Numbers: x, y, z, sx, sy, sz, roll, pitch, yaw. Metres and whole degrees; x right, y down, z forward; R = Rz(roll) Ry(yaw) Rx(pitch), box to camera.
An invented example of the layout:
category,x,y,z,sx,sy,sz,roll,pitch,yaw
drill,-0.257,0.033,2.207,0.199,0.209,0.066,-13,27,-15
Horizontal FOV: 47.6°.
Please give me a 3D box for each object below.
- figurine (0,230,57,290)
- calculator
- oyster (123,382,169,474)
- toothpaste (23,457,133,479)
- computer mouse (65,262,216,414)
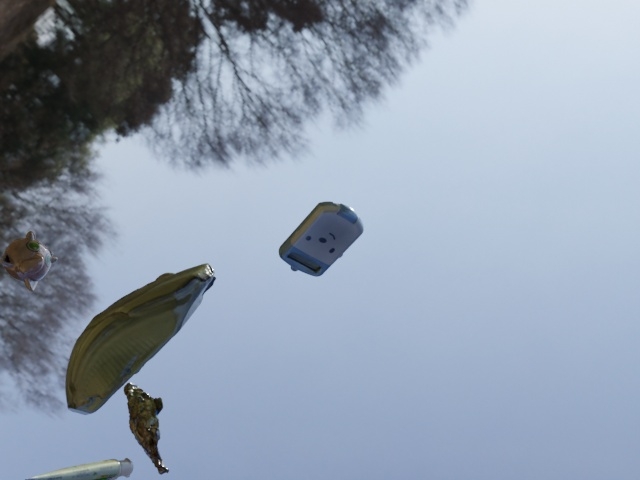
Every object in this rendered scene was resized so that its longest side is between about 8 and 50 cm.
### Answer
category,x,y,z,sx,sy,sz,roll,pitch,yaw
figurine,-0.769,0.051,1.910,0.125,0.125,0.138,-27,-151,24
calculator,0.000,0.000,1.567,0.210,0.121,0.039,-46,-155,29
oyster,-0.472,0.511,1.983,0.092,0.260,0.198,-9,177,-23
toothpaste,-0.576,0.554,1.715,0.056,0.314,0.058,19,-85,36
computer mouse,-0.406,0.190,1.556,0.429,0.145,0.228,-45,-174,-3
